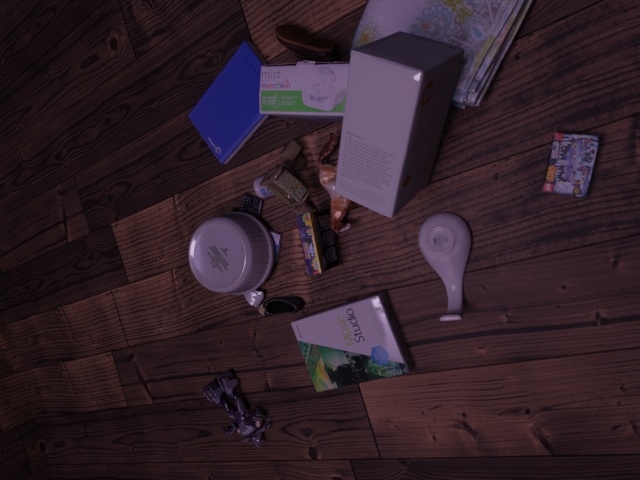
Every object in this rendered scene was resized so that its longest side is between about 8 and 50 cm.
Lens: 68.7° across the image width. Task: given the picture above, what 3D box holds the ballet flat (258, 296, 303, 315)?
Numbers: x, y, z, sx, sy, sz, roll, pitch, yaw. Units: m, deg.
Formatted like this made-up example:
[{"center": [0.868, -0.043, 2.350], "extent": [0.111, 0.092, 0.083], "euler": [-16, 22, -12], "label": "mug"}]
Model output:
[{"center": [-0.132, 0.210, 1.492], "extent": [0.173, 0.049, 0.058], "euler": [-14, 91, 31], "label": "ballet flat"}]

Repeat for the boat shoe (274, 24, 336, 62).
[{"center": [-0.046, -0.535, 1.302], "extent": [0.207, 0.073, 0.073], "euler": [37, 155, 26], "label": "boat shoe"}]

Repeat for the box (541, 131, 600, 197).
[{"center": [0.559, -0.169, 1.049], "extent": [0.094, 0.027, 0.137], "euler": [12, 105, 28], "label": "box"}]

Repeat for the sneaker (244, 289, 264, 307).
[{"center": [-0.244, 0.153, 1.552], "extent": [0.152, 0.053, 0.061], "euler": [38, 98, 17], "label": "sneaker"}]

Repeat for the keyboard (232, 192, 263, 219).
[{"center": [-0.250, -0.063, 1.528], "extent": [0.108, 0.023, 0.180], "euler": [24, 109, 24], "label": "keyboard"}]

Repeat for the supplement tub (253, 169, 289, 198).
[{"center": [-0.141, -0.173, 1.419], "extent": [0.107, 0.071, 0.071], "euler": [-15, 91, 30], "label": "supplement tub"}]

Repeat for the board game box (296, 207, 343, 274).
[{"center": [0.000, 0.000, 1.329], "extent": [0.048, 0.141, 0.170], "euler": [-9, 93, 30], "label": "board game box"}]

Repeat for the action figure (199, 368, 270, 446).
[{"center": [-0.287, 0.598, 1.623], "extent": [0.185, 0.099, 0.285], "euler": [-39, 83, 20], "label": "action figure"}]

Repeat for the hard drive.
[{"center": [-0.265, -0.424, 1.461], "extent": [0.318, 0.040, 0.210], "euler": [-41, 78, 28], "label": "hard drive"}]

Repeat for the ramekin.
[{"center": [-0.289, 0.042, 1.463], "extent": [0.272, 0.127, 0.273], "euler": [1, 92, 23], "label": "ramekin"}]

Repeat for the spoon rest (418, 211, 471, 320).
[{"center": [0.325, 0.065, 1.205], "extent": [0.137, 0.084, 0.276], "euler": [-9, 81, 29], "label": "spoon rest"}]

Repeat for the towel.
[{"center": [0.279, -0.527, 1.113], "extent": [0.374, 0.090, 0.321], "euler": [33, 110, 20], "label": "towel"}]

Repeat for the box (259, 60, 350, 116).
[{"center": [0.015, -0.375, 1.203], "extent": [0.261, 0.231, 0.127], "euler": [10, 103, 27], "label": "box"}]

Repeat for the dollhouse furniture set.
[{"center": [-0.047, -0.174, 1.343], "extent": [0.182, 0.161, 0.101], "euler": [38, 159, -24], "label": "dollhouse furniture set"}]

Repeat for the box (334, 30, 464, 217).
[{"center": [0.172, -0.265, 1.077], "extent": [0.168, 0.215, 0.345], "euler": [27, 133, 24], "label": "box"}]

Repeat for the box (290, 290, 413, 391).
[{"center": [0.085, 0.304, 1.383], "extent": [0.322, 0.058, 0.232], "euler": [-23, 87, 31], "label": "box"}]

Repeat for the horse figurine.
[{"center": [0.062, -0.163, 1.310], "extent": [0.174, 0.066, 0.263], "euler": [-27, 87, 24], "label": "horse figurine"}]

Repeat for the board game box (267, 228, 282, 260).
[{"center": [-0.169, 0.010, 1.495], "extent": [0.090, 0.020, 0.090], "euler": [19, 107, 24], "label": "board game box"}]
